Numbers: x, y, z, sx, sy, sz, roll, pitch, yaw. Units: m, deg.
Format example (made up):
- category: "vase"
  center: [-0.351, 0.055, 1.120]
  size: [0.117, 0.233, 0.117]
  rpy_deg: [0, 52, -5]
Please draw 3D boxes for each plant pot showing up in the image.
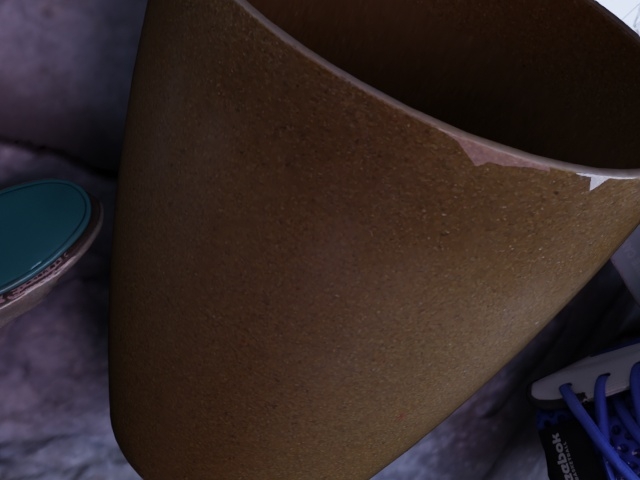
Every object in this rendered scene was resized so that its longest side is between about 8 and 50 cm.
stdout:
- category: "plant pot"
  center: [0.000, 0.000, 0.666]
  size: [0.237, 0.237, 0.254]
  rpy_deg: [4, 126, -36]

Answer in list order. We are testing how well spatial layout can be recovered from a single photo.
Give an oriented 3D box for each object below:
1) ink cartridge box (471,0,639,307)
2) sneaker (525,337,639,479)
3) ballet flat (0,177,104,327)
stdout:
- category: "ink cartridge box"
  center: [0.214, -0.116, 0.839]
  size: [0.239, 0.060, 0.275]
  rpy_deg: [-41, 131, -2]
- category: "sneaker"
  center: [0.224, 0.101, 0.851]
  size: [0.182, 0.127, 0.315]
  rpy_deg: [-24, 171, -9]
- category: "ballet flat"
  center: [-0.170, 0.029, 0.666]
  size: [0.168, 0.057, 0.052]
  rpy_deg: [-32, 156, -12]
